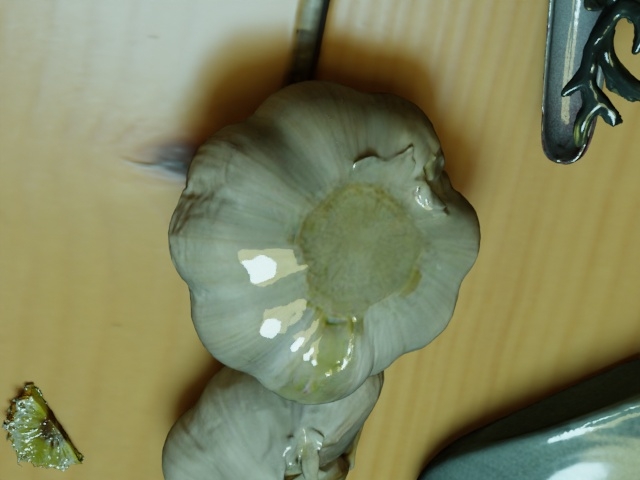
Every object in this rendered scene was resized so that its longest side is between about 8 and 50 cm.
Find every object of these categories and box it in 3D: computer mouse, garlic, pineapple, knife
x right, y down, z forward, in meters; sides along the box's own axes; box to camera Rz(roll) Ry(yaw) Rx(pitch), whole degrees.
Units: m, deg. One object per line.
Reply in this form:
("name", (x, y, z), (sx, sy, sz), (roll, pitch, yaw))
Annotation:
("computer mouse", (0.255, 0.194, 1.496), (0.374, 0.114, 0.203), (-20, 116, 7))
("garlic", (-0.049, 0.167, 1.445), (0.143, 0.178, 0.229), (34, 98, 10))
("pineapple", (-0.224, 0.153, 1.504), (0.045, 0.019, 0.083), (-23, 120, 6))
("knife", (0.188, -0.186, 1.317), (0.123, 0.053, 0.278), (12, 120, 22))
("garlic", (-0.004, -0.001, 1.355), (0.228, 0.152, 0.228), (1, 88, -16))

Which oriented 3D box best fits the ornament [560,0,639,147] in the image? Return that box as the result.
("ornament", (0.134, -0.167, 1.273), (0.202, 0.080, 0.236), (-26, 104, 26))
